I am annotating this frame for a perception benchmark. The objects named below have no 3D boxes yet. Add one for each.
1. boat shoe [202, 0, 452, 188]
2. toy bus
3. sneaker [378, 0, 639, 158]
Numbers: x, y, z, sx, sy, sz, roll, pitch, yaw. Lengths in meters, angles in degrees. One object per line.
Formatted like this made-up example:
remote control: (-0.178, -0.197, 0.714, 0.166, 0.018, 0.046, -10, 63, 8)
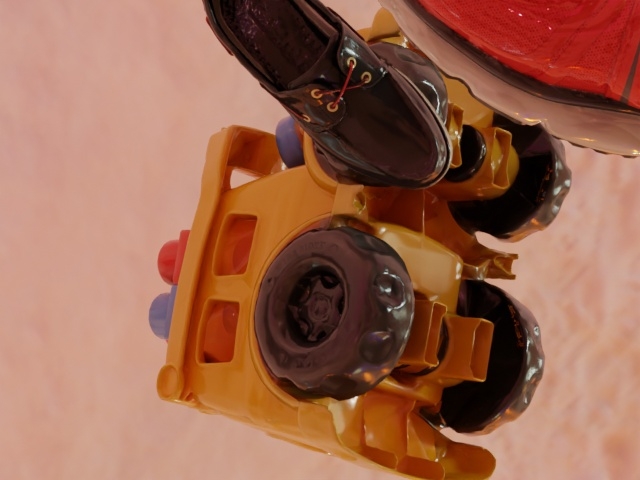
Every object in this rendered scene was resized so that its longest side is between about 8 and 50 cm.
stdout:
boat shoe: (0.001, -0.070, 0.707, 0.049, 0.133, 0.042, -47, 178, 8)
toy bus: (0.000, 0.000, 0.838, 0.149, 0.211, 0.220, 20, 78, -47)
sneaker: (0.147, -0.087, 0.584, 0.107, 0.279, 0.118, -61, 173, -31)
